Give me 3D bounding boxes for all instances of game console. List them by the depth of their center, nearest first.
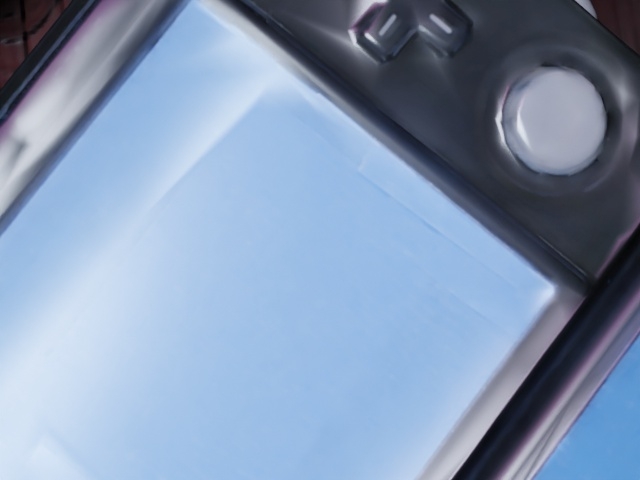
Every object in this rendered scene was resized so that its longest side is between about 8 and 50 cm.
[{"bbox_3d":[0.010,0.066,0.302,0.250,0.173,0.293,38,84,-9],"label":"game console"}]

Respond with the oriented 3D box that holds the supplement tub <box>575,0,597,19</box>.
[{"bbox_3d":[0.000,0.000,0.464,0.144,0.144,0.200,14,83,15],"label":"supplement tub"}]
